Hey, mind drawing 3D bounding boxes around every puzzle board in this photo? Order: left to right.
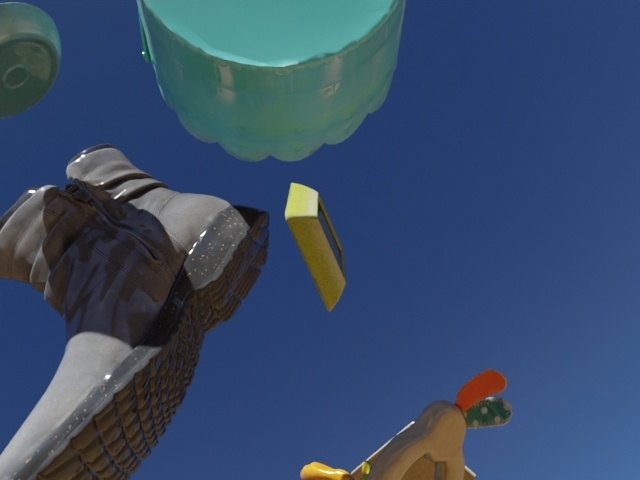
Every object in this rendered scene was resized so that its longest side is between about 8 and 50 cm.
[{"bbox_3d":[0.110,0.285,0.682,0.096,0.011,0.128,41,-61,4],"label":"puzzle board"}]

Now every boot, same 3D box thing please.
[{"bbox_3d":[-0.210,0.059,0.490,0.222,0.338,0.118,20,-45,12],"label":"boot"}]

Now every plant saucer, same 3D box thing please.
[{"bbox_3d":[-0.273,-0.149,0.490,0.119,0.021,0.119,-49,-8,-9],"label":"plant saucer"},{"bbox_3d":[0.000,0.000,0.980,0.045,0.188,0.188,-20,-69,9],"label":"plant saucer"}]

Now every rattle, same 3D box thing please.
[{"bbox_3d":[0.092,0.208,0.590,0.130,0.142,0.200,35,-103,-19],"label":"rattle"}]

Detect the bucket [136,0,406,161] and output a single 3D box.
[{"bbox_3d":[-0.045,-0.232,0.542,0.281,0.281,0.183,-24,-10,-8],"label":"bucket"}]
